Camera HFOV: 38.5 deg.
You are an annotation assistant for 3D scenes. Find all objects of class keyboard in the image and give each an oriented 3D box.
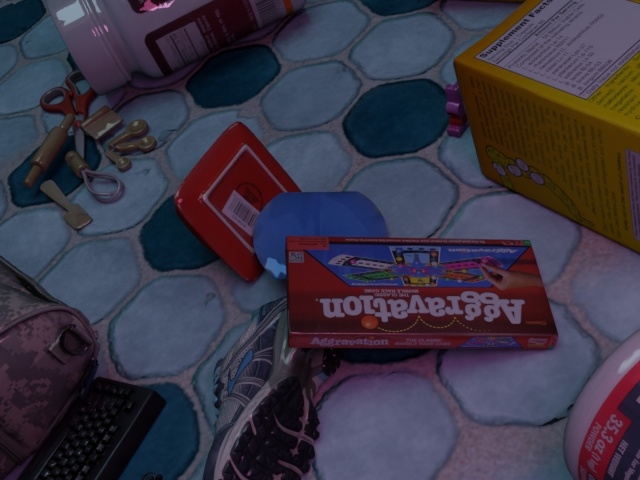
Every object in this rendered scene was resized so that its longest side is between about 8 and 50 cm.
[{"bbox_3d":[-0.273,0.294,1.003,0.201,0.033,0.317,9,53,31],"label":"keyboard"}]

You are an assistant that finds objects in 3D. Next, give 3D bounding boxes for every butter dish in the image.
[{"bbox_3d":[-0.125,-0.046,1.208,0.118,0.160,0.160,-9,39,49],"label":"butter dish"}]

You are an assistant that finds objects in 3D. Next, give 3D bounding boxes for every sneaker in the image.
[{"bbox_3d":[-0.066,0.174,0.992,0.122,0.110,0.283,-9,36,33],"label":"sneaker"}]

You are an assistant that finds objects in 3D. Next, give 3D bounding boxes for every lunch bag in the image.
[{"bbox_3d":[-0.434,0.136,1.095,0.305,0.212,0.256,27,68,42],"label":"lunch bag"}]

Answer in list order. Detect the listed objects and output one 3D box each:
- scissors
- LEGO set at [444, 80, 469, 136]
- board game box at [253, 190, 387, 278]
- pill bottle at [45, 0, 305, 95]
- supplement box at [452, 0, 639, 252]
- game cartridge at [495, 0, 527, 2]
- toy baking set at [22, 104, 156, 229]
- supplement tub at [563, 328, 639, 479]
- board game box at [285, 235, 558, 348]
[{"bbox_3d":[-0.410,-0.214,1.576,0.109,0.021,0.297,-32,42,-8],"label":"scissors"},{"bbox_3d":[0.257,-0.244,1.246,0.087,0.093,0.227,18,57,36],"label":"LEGO set"},{"bbox_3d":[0.000,0.000,1.160,0.169,0.033,0.133,-1,55,-1],"label":"board game box"},{"bbox_3d":[-0.243,-0.414,1.550,0.392,0.224,0.224,-27,43,-3],"label":"pill bottle"},{"bbox_3d":[0.353,-0.131,1.016,0.194,0.195,0.356,-40,45,-16],"label":"supplement box"},{"bbox_3d":[0.380,-0.471,1.454,0.324,0.052,0.285,15,55,32],"label":"game cartridge"},{"bbox_3d":[-0.374,-0.128,1.456,0.197,0.030,0.256,8,53,24],"label":"toy baking set"},{"bbox_3d":[0.341,0.196,0.700,0.191,0.191,0.272,-34,43,-10],"label":"supplement tub"},{"bbox_3d":[0.104,0.055,0.996,0.281,0.027,0.145,1,45,-5],"label":"board game box"}]
